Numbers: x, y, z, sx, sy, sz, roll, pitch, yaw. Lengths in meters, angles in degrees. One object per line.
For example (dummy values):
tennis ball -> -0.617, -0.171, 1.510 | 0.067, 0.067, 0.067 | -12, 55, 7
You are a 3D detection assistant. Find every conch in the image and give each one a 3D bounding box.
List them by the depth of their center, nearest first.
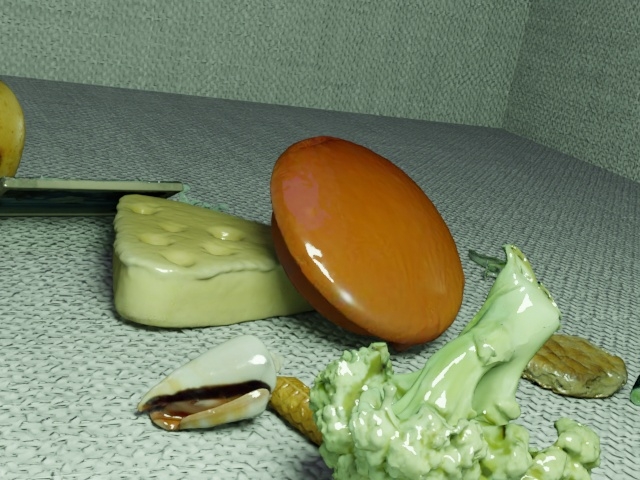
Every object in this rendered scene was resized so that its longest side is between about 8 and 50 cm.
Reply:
conch -> -0.119, 0.168, 1.075 | 0.176, 0.094, 0.104 | -8, 64, -36

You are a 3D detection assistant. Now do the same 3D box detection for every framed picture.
framed picture -> -0.427, -0.073, 1.606 | 0.315, 0.024, 0.232 | 0, -10, -35

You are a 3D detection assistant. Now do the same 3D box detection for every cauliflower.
cauliflower -> 0.145, 0.181, 0.903 | 0.260, 0.281, 0.327 | 56, 20, 23

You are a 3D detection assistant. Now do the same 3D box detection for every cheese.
cheese -> -0.195, 0.040, 1.422 | 0.384, 0.104, 0.384 | 11, 15, -3

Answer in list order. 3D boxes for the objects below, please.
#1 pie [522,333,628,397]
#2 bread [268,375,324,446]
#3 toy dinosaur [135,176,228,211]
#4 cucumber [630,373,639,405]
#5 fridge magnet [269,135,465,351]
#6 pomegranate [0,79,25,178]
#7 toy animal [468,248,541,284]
pie -> 0.370, 0.185, 1.404 | 0.195, 0.046, 0.195 | 9, 15, -2
bread -> -0.009, 0.205, 1.095 | 0.052, 0.044, 0.157 | 0, 20, -41
toy dinosaur -> -0.260, -0.060, 1.739 | 0.209, 0.082, 0.039 | 29, 24, -3
cucumber -> 0.496, 0.215, 1.405 | 0.032, 0.032, 0.133 | 18, 19, 23
fridge magnet -> 0.067, 0.000, 1.397 | 0.363, 0.155, 0.363 | 29, 40, -27
pomegranate -> -0.662, -0.186, 1.615 | 0.307, 0.307, 0.307 | 10, 16, -3
toy animal -> 0.339, 0.052, 1.841 | 0.075, 0.041, 0.217 | 1, 15, -33
